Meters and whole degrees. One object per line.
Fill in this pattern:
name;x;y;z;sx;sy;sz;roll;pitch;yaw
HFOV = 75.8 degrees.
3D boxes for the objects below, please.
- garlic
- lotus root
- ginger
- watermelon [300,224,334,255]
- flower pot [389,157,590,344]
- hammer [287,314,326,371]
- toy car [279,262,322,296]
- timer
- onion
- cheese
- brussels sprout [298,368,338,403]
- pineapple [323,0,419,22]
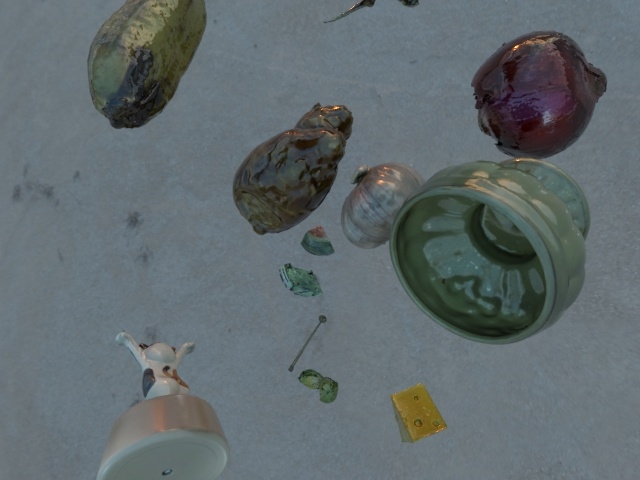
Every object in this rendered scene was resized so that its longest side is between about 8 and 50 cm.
garlic;0.193;-0.108;1.318;0.241;0.322;0.321;39;99;29
lotus root;-0.226;-0.254;0.547;0.097;0.110;0.258;9;63;18
ginger;-0.043;-0.129;0.800;0.274;0.357;0.152;-40;93;-7
watermelon;0.000;0.001;1.056;0.093;0.084;0.072;26;78;-7
flower pot;0.300;0.001;0.697;0.308;0.244;0.307;33;139;35
hammer;-0.026;0.194;0.776;0.014;0.029;0.122;34;88;-16
toy car;-0.074;0.148;1.431;0.076;0.224;0.090;-35;61;19
timer;-0.258;0.257;0.674;0.175;0.175;0.266;-48;37;11
onion;0.467;-0.313;0.894;0.277;0.276;0.275;-4;81;24
cheese;0.248;0.469;1.044;0.093;0.171;0.126;-19;42;-7
brussels sprout;0.000;0.279;0.801;0.083;0.051;0.046;31;92;36
pineapple;0.163;-0.504;0.732;0.158;0.161;0.334;-4;58;61
